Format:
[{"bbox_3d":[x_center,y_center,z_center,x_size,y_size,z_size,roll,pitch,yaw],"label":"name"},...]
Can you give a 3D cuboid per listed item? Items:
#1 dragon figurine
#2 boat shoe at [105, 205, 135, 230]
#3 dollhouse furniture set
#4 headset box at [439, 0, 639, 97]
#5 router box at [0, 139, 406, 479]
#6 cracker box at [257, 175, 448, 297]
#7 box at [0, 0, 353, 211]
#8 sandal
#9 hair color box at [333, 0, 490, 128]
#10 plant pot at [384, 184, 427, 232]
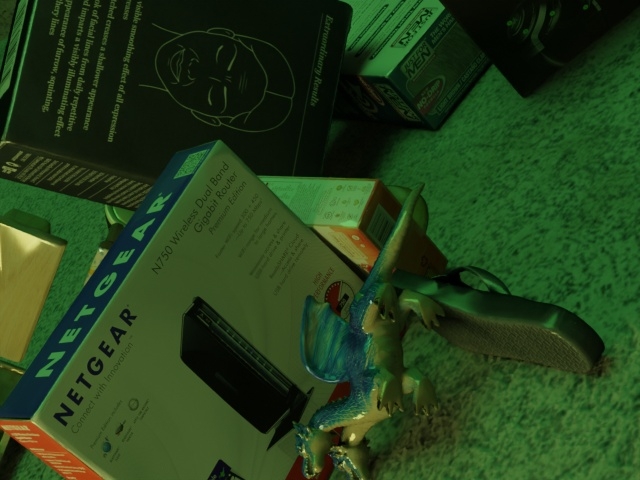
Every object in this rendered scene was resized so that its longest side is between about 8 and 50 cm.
[{"bbox_3d":[0.036,0.091,1.214,0.144,0.085,0.289,-5,84,49],"label":"dragon figurine"},{"bbox_3d":[-0.270,-0.075,2.024,0.340,0.127,0.113,-87,19,-55],"label":"boat shoe"},{"bbox_3d":[-0.450,0.146,1.712,0.256,0.362,0.394,-82,16,-53],"label":"dollhouse furniture set"},{"bbox_3d":[0.246,-0.338,1.483,0.246,0.283,0.131,-39,42,14],"label":"headset box"},{"bbox_3d":[-0.101,0.127,1.265,0.082,0.301,0.335,-9,43,51],"label":"router box"},{"bbox_3d":[0.000,0.000,1.407,0.232,0.156,0.067,4,60,41],"label":"cracker box"},{"bbox_3d":[-0.195,-0.192,1.638,0.212,0.395,0.294,163,120,-67],"label":"box"},{"bbox_3d":[0.165,0.067,1.214,0.254,0.097,0.054,14,63,49],"label":"sandal"},{"bbox_3d":[0.085,-0.255,1.778,0.174,0.105,0.347,-51,26,-12],"label":"hair color box"},{"bbox_3d":[0.024,0.018,1.552,0.236,0.032,0.236,-35,27,21],"label":"plant pot"}]
